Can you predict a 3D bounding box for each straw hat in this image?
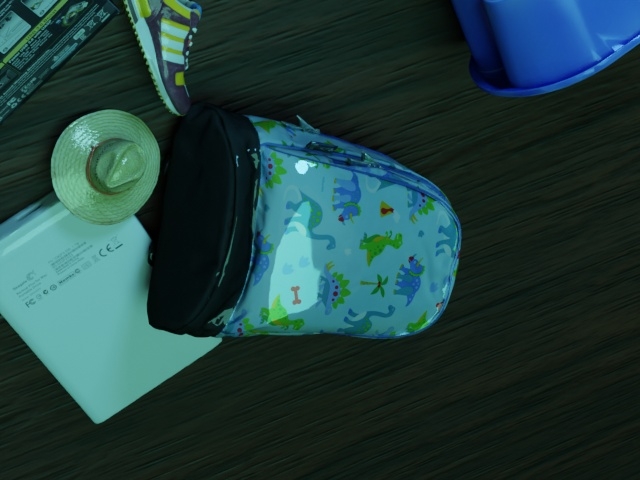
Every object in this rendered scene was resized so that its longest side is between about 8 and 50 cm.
[{"bbox_3d":[-0.238,-0.087,1.470,0.144,0.061,0.144,-3,94,-34],"label":"straw hat"}]

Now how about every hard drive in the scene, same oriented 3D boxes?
[{"bbox_3d":[-0.283,0.074,1.587,0.203,0.040,0.307,-34,126,-4],"label":"hard drive"}]

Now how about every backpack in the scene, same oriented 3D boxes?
[{"bbox_3d":[0.000,0.000,1.564,0.355,0.273,0.290,10,94,-44],"label":"backpack"}]

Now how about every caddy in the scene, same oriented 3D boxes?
[{"bbox_3d":[0.320,-0.307,1.523,0.341,0.241,0.179,-35,121,-2],"label":"caddy"}]

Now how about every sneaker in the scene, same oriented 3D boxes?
[{"bbox_3d":[-0.168,-0.232,1.448,0.084,0.069,0.185,-22,125,-5],"label":"sneaker"}]

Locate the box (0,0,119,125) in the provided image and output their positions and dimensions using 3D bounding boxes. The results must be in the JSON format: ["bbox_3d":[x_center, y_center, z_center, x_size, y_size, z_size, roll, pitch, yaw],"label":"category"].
[{"bbox_3d":[-0.422,-0.176,1.249,0.395,0.097,0.318,-43,164,3],"label":"box"}]
